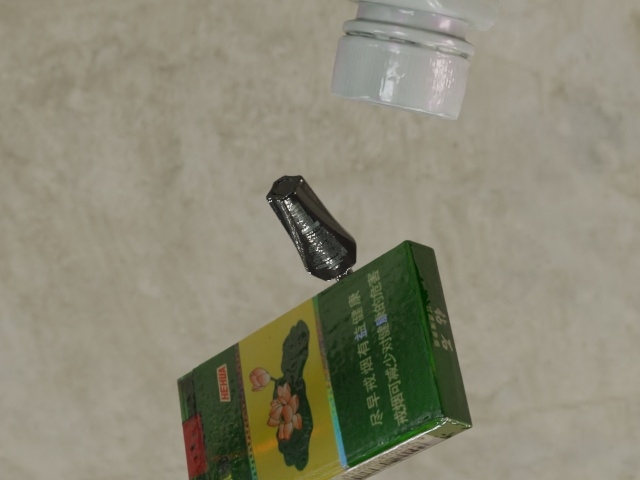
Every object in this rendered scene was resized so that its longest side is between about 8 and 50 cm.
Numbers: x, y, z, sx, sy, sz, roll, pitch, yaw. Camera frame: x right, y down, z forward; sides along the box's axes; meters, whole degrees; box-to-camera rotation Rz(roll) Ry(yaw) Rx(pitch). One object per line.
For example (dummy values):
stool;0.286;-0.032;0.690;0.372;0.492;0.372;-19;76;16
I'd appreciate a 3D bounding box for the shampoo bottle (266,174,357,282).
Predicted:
shampoo bottle;0.000;0.000;1.260;0.048;0.027;0.137;-32;131;4

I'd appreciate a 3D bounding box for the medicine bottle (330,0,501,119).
medicine bottle;0.053;-0.154;0.748;0.069;0.183;0.119;14;-175;24

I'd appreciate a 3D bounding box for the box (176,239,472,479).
box;-0.005;0.108;1.043;0.235;0.132;0.034;-33;145;34
